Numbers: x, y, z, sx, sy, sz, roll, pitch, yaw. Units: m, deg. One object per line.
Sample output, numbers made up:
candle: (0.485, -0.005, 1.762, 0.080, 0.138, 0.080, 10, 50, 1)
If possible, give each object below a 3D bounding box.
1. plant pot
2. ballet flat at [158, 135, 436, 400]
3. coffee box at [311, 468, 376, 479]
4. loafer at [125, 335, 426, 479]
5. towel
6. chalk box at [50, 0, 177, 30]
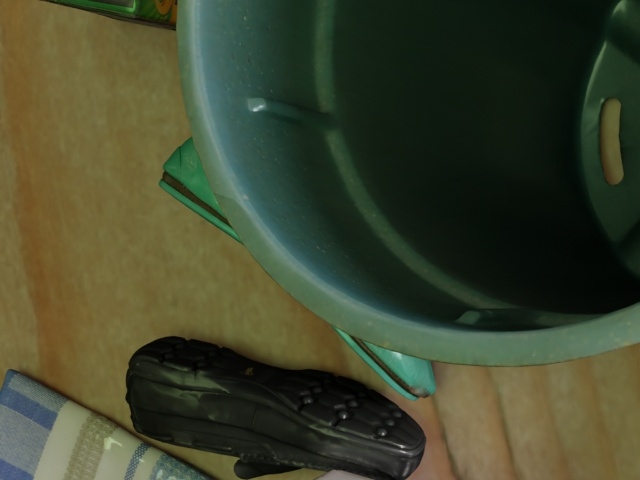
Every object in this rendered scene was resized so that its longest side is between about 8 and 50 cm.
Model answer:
plant pot: (0.166, -0.098, 0.617, 0.341, 0.334, 0.341, -7, 78, 35)
ballet flat: (0.000, 0.000, 0.860, 0.247, 0.083, 0.087, 40, 92, 15)
coffee box: (0.038, 0.310, 0.764, 0.168, 0.119, 0.297, 12, 96, 23)
loafer: (-0.034, 0.129, 0.884, 0.223, 0.076, 0.078, 13, 111, 21)
towel: (-0.162, 0.249, 0.961, 0.285, 0.034, 0.209, 26, 101, 21)
chalk box: (-0.133, -0.214, 0.835, 0.132, 0.213, 0.132, 14, 97, 22)
